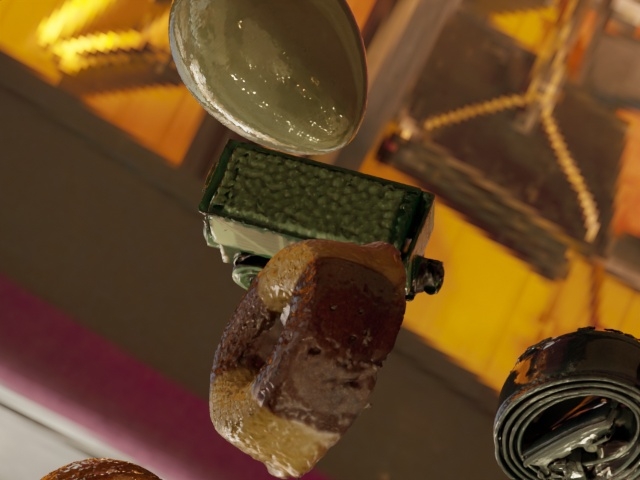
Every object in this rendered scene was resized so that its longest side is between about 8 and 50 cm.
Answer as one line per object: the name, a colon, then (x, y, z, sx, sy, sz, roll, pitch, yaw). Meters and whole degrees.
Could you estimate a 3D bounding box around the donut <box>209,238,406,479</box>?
donut: (-0.015, 0.076, 1.355, 0.073, 0.166, 0.184, 22, 134, -23)

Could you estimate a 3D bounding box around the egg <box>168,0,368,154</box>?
egg: (-0.055, -0.225, 2.306, 0.295, 0.218, 0.218, 51, 174, 18)

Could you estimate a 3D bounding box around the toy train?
toy train: (0.000, 0.000, 2.034, 0.269, 0.115, 0.154, 15, 152, 12)

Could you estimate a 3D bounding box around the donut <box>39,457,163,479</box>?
donut: (-0.150, 0.213, 1.258, 0.152, 0.152, 0.058, 34, -178, -30)

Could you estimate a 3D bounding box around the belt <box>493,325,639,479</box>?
belt: (0.332, 0.217, 2.378, 0.206, 0.116, 0.267, 32, 131, -12)
